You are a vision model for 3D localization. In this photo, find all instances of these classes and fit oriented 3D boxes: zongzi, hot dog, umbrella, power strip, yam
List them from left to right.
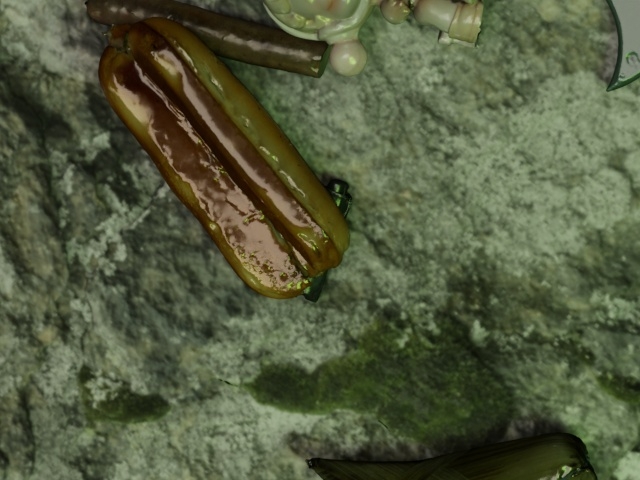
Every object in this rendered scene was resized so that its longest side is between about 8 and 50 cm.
[{"bbox_3d":[-0.119,-0.215,1.932,0.264,0.046,0.046,14,102,9],"label":"yam"},{"bbox_3d":[-0.100,-0.096,1.910,0.135,0.100,0.337,-39,90,33],"label":"hot dog"},{"bbox_3d":[0.002,0.001,1.952,0.036,0.031,0.133,14,103,-17],"label":"umbrella"},{"bbox_3d":[0.139,0.236,1.919,0.242,0.112,0.221,43,107,3],"label":"zongzi"},{"bbox_3d":[0.271,-0.263,1.838,0.137,0.044,0.216,-37,91,15],"label":"power strip"}]

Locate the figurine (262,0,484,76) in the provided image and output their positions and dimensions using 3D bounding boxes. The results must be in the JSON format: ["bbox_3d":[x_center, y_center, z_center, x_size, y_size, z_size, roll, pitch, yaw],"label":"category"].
[{"bbox_3d":[0.043,-0.268,1.850,0.256,0.144,0.182,11,122,8],"label":"figurine"}]
